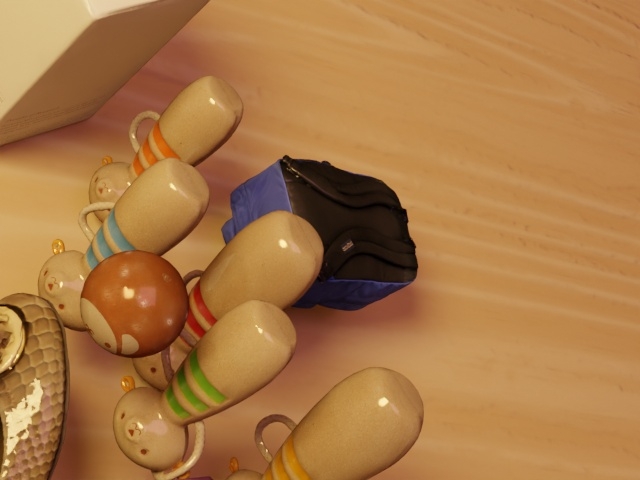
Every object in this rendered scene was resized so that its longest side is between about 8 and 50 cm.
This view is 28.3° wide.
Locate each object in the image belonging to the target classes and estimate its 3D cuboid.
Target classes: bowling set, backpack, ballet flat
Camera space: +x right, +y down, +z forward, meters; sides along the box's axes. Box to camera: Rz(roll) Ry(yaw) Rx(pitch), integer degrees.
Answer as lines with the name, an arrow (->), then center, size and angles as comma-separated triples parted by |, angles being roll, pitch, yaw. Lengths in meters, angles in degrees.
bowling set -> -0.096, 0.042, 0.717 | 0.200, 0.154, 0.287 | 2, 53, -56
backpack -> 0.000, 0.000, 0.874 | 0.120, 0.101, 0.098 | 3, 68, -42
ballet flat -> -0.189, 0.142, 0.634 | 0.058, 0.084, 0.250 | 29, 71, -44

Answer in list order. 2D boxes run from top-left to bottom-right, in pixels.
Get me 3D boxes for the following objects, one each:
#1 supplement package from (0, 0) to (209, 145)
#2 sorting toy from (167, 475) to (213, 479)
supplement package -> -0.161, -0.144, 0.764 | 0.105, 0.179, 0.105 | -24, 85, -43
sorting toy -> -0.078, 0.309, 0.640 | 0.126, 0.127, 0.365 | -9, 86, -17
